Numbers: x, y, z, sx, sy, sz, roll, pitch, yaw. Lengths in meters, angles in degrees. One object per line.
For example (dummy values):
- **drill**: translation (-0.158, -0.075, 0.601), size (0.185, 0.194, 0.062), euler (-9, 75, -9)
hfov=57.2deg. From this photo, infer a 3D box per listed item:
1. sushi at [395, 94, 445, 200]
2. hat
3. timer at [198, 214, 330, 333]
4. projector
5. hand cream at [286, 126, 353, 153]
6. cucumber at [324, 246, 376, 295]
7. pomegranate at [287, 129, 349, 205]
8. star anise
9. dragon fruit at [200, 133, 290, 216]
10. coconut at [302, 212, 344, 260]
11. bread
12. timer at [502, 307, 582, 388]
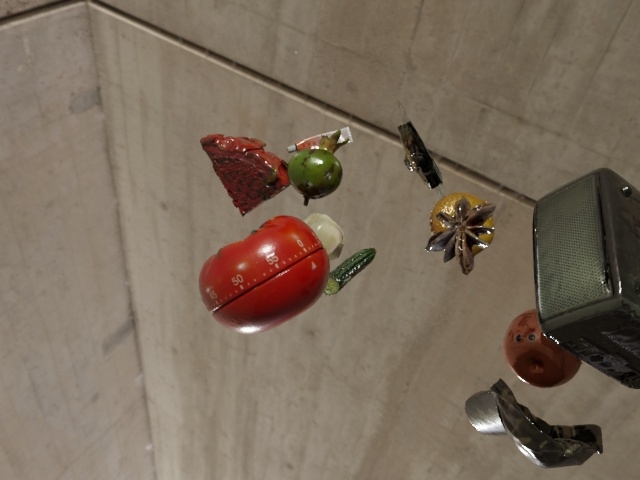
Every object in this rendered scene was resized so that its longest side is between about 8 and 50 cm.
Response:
- **sushi**: translation (0.339, -0.286, 2.096), size (0.064, 0.343, 0.359), euler (-27, -23, 6)
- **hat**: translation (0.581, 0.562, 1.688), size (0.381, 0.366, 0.257), euler (-60, 7, 45)
- **timer**: translation (-0.156, 0.105, 1.687), size (0.378, 0.279, 0.378), euler (-29, 0, 0)
- **projector**: translation (0.720, 0.094, 1.398), size (0.242, 0.395, 0.405), euler (-33, 35, 46)
- **hand cream**: translation (-0.004, -0.319, 1.918), size (0.038, 0.216, 0.052), euler (-108, 2, -84)
- **cucumber**: translation (0.106, 0.101, 2.106), size (0.265, 0.077, 0.077), euler (-38, -29, -38)
- **pomegranate**: translation (0.003, -0.208, 1.651), size (0.220, 0.156, 0.156), euler (-48, -22, -29)
- **star anise**: translation (0.400, -0.019, 1.671), size (0.093, 0.229, 0.236), euler (30, -134, -50)
- **dragon fruit**: translation (-0.249, -0.226, 1.893), size (0.240, 0.330, 0.302), euler (-59, 15, -19)
- **coconut**: translation (0.002, -0.002, 2.739), size (0.227, 0.230, 0.227), euler (-42, 17, 16)
- **bread**: translation (0.473, -0.047, 2.004), size (0.240, 0.240, 0.139), euler (-53, 5, -24)
- **timer**: translation (0.672, 0.322, 1.773), size (0.215, 0.230, 0.229), euler (-48, -22, -48)
